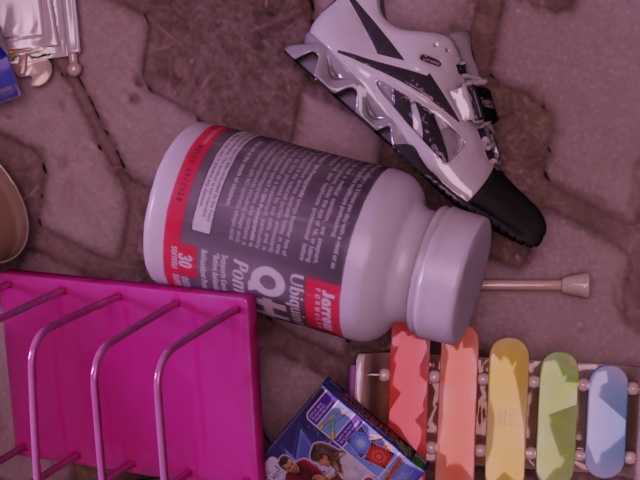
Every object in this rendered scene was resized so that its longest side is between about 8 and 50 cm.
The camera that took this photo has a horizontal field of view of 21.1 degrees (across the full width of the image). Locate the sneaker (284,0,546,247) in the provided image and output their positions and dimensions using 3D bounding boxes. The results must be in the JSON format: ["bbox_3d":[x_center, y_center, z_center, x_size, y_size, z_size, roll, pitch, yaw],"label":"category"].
[{"bbox_3d":[0.129,-0.136,1.760,0.330,0.122,0.146,44,93,3],"label":"sneaker"}]

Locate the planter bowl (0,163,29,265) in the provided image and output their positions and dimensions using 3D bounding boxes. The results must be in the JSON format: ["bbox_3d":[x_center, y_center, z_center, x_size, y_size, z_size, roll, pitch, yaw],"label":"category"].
[{"bbox_3d":[-0.399,-0.020,1.783,0.109,0.162,0.162,-35,86,29],"label":"planter bowl"}]

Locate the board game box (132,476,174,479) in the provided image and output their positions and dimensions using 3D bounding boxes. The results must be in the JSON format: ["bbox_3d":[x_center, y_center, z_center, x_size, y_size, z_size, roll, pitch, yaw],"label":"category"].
[{"bbox_3d":[-0.129,0.401,1.798,0.213,0.046,0.317,-10,88,2],"label":"board game box"}]

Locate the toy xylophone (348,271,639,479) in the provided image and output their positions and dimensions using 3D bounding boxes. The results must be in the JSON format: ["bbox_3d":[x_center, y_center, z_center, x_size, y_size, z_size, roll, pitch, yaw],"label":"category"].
[{"bbox_3d":[0.183,0.150,1.769,0.323,0.081,0.236,-5,88,3],"label":"toy xylophone"}]

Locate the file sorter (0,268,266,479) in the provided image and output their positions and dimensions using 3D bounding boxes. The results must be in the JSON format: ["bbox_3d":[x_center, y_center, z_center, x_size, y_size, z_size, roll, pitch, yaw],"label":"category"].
[{"bbox_3d":[-0.227,0.159,1.672,0.291,0.182,0.202,5,107,25],"label":"file sorter"}]

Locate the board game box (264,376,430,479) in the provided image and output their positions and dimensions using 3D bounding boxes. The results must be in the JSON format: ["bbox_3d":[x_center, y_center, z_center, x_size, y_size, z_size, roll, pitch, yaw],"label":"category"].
[{"bbox_3d":[-0.005,0.256,1.731,0.136,0.035,0.201,40,105,3],"label":"board game box"}]

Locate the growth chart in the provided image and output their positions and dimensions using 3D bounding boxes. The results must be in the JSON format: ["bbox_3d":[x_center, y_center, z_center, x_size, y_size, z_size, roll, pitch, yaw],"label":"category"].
[{"bbox_3d":[-0.371,-0.249,1.843,0.237,0.021,0.172,2,89,3],"label":"growth chart"}]

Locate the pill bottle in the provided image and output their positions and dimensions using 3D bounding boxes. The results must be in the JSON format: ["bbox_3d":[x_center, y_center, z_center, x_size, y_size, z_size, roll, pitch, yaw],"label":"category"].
[{"bbox_3d":[0.000,0.000,1.709,0.318,0.176,0.176,15,89,16],"label":"pill bottle"}]

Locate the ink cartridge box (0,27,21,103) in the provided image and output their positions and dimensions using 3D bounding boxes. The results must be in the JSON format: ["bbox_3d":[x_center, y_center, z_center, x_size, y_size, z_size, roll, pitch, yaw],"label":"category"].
[{"bbox_3d":[-0.444,-0.282,1.807,0.165,0.065,0.332,-21,85,6],"label":"ink cartridge box"}]
